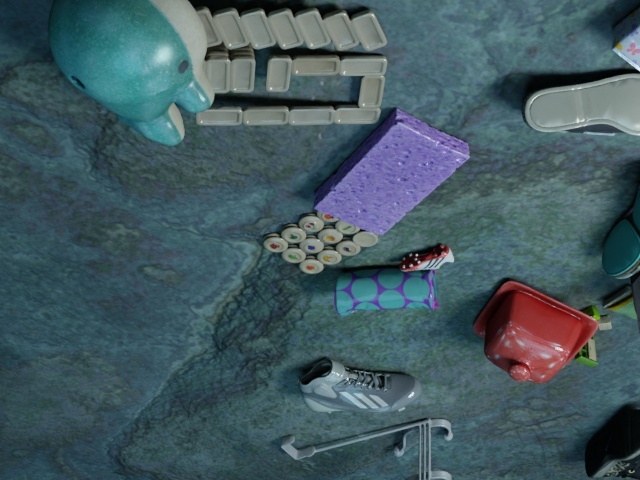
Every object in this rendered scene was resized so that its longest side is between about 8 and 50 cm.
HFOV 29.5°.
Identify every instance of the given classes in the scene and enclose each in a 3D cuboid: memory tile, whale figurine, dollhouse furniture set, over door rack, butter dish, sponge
[{"bbox_3d":[0.000,0.000,1.761,0.148,0.012,0.113,-29,133,35],"label":"memory tile"},{"bbox_3d":[-0.223,-0.193,1.383,0.216,0.141,0.272,33,154,15],"label":"whale figurine"},{"bbox_3d":[0.450,0.133,1.867,0.076,0.059,0.151,23,139,-25],"label":"dollhouse furniture set"},{"bbox_3d":[0.082,0.455,2.181,0.324,0.240,0.108,-10,136,17],"label":"over door rack"},{"bbox_3d":[0.314,0.162,1.846,0.160,0.118,0.160,26,141,0],"label":"butter dish"},{"bbox_3d":[0.091,-0.086,1.623,0.117,0.031,0.210,22,139,-23],"label":"sponge"}]

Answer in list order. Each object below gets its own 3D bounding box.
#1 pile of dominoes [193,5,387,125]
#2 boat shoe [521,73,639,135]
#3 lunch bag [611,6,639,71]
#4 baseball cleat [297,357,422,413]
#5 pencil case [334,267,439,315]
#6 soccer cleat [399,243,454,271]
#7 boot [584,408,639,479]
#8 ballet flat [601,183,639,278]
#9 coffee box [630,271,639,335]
[{"bbox_3d":[-0.044,-0.218,1.471,0.251,0.040,0.196,-1,144,-7],"label":"pile of dominoes"},{"bbox_3d":[0.348,-0.165,1.492,0.206,0.075,0.065,-3,-174,-1],"label":"boat shoe"},{"bbox_3d":[0.386,-0.229,1.392,0.083,0.053,0.071,32,133,-20],"label":"lunch bag"},{"bbox_3d":[0.063,0.243,2.035,0.205,0.072,0.109,-10,135,11],"label":"baseball cleat"},{"bbox_3d":[0.098,0.077,1.813,0.151,0.064,0.070,-3,127,10],"label":"pencil case"},{"bbox_3d":[0.156,0.032,1.779,0.083,0.029,0.035,-22,133,23],"label":"soccer cleat"},{"bbox_3d":[0.594,0.370,2.156,0.178,0.085,0.236,10,149,-13],"label":"boot"},{"bbox_3d":[0.453,-0.022,1.658,0.079,0.077,0.221,-11,145,-14],"label":"ballet flat"},{"bbox_3d":[0.580,0.030,1.668,0.168,0.119,0.297,14,141,-16],"label":"coffee box"}]
